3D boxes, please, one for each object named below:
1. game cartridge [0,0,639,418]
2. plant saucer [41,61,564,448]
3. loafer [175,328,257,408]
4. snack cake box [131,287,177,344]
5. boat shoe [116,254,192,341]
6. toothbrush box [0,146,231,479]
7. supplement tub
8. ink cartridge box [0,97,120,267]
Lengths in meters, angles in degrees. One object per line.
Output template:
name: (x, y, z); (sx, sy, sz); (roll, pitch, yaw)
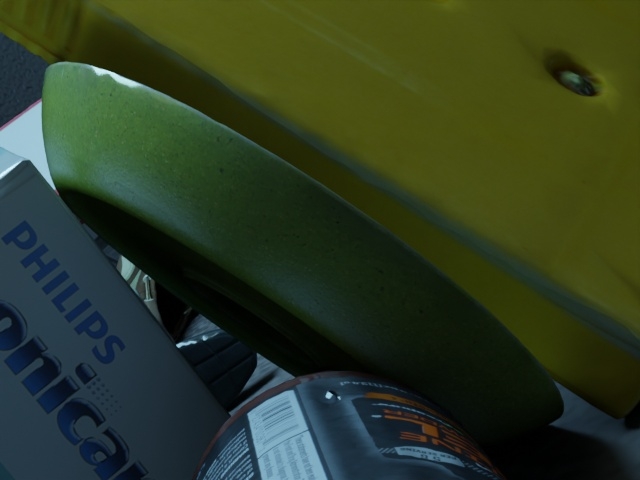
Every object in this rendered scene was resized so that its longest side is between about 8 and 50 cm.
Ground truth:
game cartridge: (0.040, -0.095, 0.599); (0.285, 0.324, 0.052); (-48, -14, -50)
plant saucer: (-0.018, 0.018, 0.521); (0.037, 0.241, 0.241); (-56, 13, -11)
loafer: (-0.112, 0.110, 0.927); (0.170, 0.062, 0.061); (-33, 6, 17)
snack cake box: (-0.240, 0.145, 1.036); (0.264, 0.089, 0.152); (-38, -7, 0)
boat shoe: (-0.151, 0.048, 1.317); (0.095, 0.095, 0.257); (-20, 21, 17)
toothbrush box: (-0.125, 0.076, 0.595); (0.126, 0.216, 0.295); (-39, 16, -11)
supplement tub: (0.017, 0.104, 0.349); (0.106, 0.106, 0.198); (-38, 10, -1)
ink cartridge box: (-0.300, -0.017, 1.564); (0.226, 0.131, 0.306); (-36, -27, 8)
